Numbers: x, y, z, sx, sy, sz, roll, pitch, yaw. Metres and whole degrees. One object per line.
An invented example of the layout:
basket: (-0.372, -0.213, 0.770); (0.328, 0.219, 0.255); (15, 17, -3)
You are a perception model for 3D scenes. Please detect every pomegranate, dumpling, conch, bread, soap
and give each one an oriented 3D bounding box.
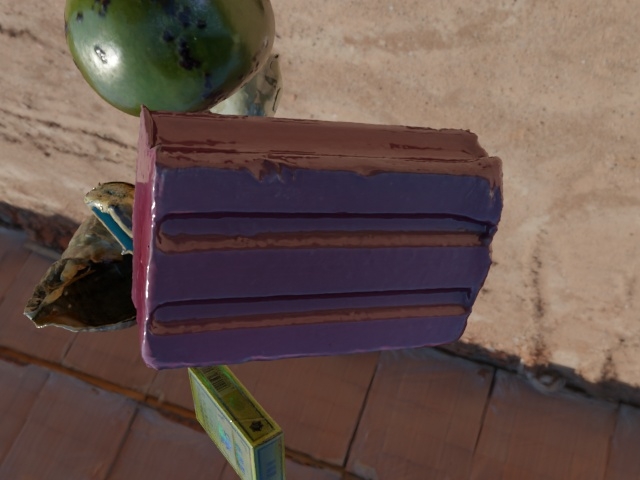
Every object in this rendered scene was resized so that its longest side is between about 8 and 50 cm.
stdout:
pomegranate: (-0.210, -0.320, 0.830); (0.291, 0.290, 0.323); (16, 148, 19)
dumpling: (-0.216, -0.372, 1.534); (0.243, 0.318, 0.187); (15, 158, 4)
conch: (-0.375, 0.067, 1.097); (0.210, 0.291, 0.159); (41, 152, 4)
bread: (-0.201, -0.019, 0.678); (0.072, 0.053, 0.106); (15, 150, 34)
soap: (0.000, 0.000, 0.628); (0.360, 0.128, 0.232); (-1, 124, -22)

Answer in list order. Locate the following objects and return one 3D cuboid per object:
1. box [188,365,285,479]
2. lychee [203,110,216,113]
box: (-0.143, 0.313, 1.047); (0.220, 0.064, 0.140); (37, 138, 44)
lychee: (-0.250, -0.215, 1.285); (0.123, 0.123, 0.129); (17, 155, 17)
